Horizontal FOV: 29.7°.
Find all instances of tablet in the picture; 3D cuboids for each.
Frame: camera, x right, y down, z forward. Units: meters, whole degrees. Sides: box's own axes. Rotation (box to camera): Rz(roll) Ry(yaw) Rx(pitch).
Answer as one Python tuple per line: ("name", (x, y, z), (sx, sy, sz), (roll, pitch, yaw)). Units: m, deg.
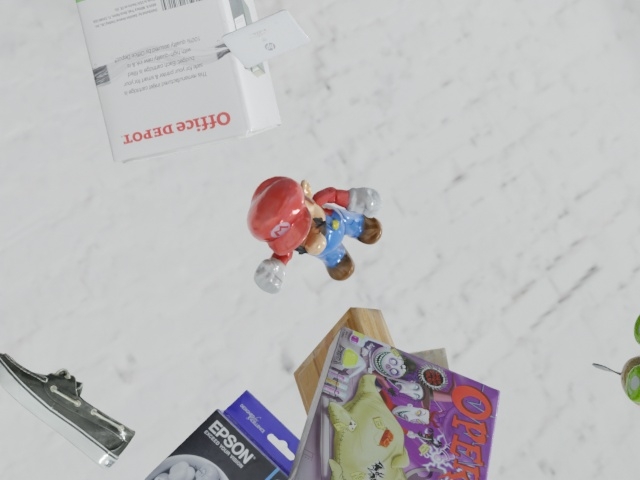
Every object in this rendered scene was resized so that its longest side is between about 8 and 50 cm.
("tablet", (-0.059, -0.217, 1.308), (0.083, 0.054, 0.006), (-18, -131, 24))

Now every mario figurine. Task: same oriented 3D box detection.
("mario figurine", (0.000, 0.000, 2.024), (0.170, 0.198, 0.320), (1, 171, 30))

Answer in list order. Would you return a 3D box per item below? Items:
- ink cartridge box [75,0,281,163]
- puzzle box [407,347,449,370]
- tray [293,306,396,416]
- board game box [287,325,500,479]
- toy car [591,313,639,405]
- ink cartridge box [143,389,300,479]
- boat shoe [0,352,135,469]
("ink cartridge box", (-0.184, -0.250, 1.528), (0.198, 0.273, 0.115), (-10, -173, 22))
("puzzle box", (0.115, 0.291, 1.650), (0.052, 0.272, 0.409), (-9, 174, -11))
("tray", (0.083, 0.335, 1.980), (0.076, 0.411, 0.203), (7, 137, -34))
("board game box", (0.074, 0.259, 1.302), (0.056, 0.208, 0.347), (-60, -172, 41))
("toy car", (0.475, 0.179, 1.702), (0.188, 0.155, 0.149), (162, -59, -70))
("ink cartridge box", (-0.111, 0.349, 1.750), (0.208, 0.206, 0.045), (-44, 163, -18))
("boat shoe", (-0.343, 0.207, 1.588), (0.070, 0.219, 0.078), (-52, -177, -9))
